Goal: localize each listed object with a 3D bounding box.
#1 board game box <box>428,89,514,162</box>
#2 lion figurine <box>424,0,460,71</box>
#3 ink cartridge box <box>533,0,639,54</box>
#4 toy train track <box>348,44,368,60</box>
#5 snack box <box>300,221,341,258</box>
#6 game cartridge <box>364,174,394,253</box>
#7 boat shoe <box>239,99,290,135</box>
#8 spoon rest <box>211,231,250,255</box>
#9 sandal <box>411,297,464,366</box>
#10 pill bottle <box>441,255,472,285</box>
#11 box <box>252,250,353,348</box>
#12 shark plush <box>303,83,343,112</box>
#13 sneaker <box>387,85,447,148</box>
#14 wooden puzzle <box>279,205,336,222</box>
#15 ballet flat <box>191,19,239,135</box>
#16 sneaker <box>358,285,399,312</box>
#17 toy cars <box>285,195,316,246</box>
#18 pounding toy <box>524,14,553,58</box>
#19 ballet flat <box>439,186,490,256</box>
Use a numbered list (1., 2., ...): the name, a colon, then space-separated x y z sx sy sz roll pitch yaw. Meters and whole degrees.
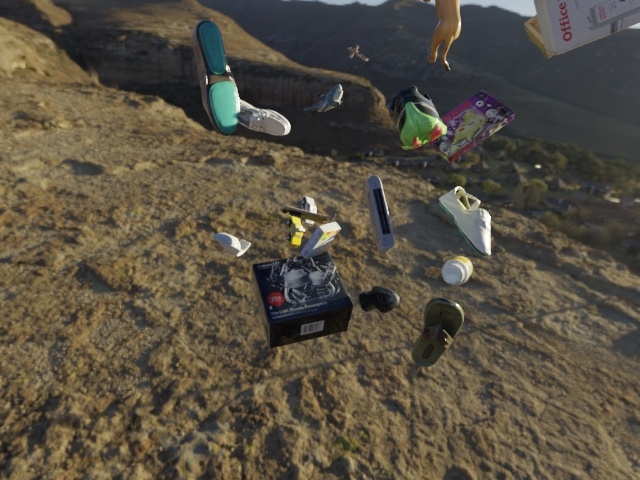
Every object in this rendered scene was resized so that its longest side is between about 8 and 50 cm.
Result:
1. board game box: 0.646 -0.509 1.861 0.347 0.056 0.208 -35 52 -1
2. lion figurine: 0.427 -0.802 1.436 0.142 0.392 0.240 -15 9 4
3. ink cartridge box: 0.604 -0.541 0.862 0.283 0.207 0.117 -16 21 26
4. toy train track: 0.131 -0.657 1.477 0.083 0.048 0.014 38 15 10
5. snack box: 0.000 0.000 1.497 0.100 0.141 0.037 -14 58 -49
6. game cartridge: 0.236 -0.098 1.699 0.060 0.294 0.196 -11 -8 -4
7. boat shoe: -0.262 -0.484 1.698 0.277 0.098 0.096 20 36 3
8. spoon rest: -0.406 0.023 1.936 0.137 0.084 0.276 23 -2 14
9. sandal: 0.365 0.305 1.315 0.120 0.303 0.086 15 33 10
10. pill bottle: 0.610 0.137 1.882 0.117 0.118 0.208 16 12 24
11. box: -0.085 0.235 1.732 0.343 0.179 0.312 -10 45 -17
12. shark plush: 0.014 -0.521 1.570 0.161 0.067 0.073 -14 21 33
13. sneaker: 0.348 -0.448 1.517 0.185 0.202 0.483 -21 4 12
14. wooden puzzle: -0.053 -0.109 1.846 0.238 0.044 0.221 9 0 1
15. ballet flat: -0.311 -0.470 1.236 0.107 0.316 0.106 -17 21 -34
16. sneaker: 0.237 0.213 1.583 0.106 0.101 0.267 -12 -3 -20
17. toy cars: -0.104 -0.126 2.604 0.087 0.176 0.394 -8 36 36
18. pounding toy: 0.711 -0.623 1.239 0.100 0.141 0.130 24 39 -50
19. ballet flat: 0.599 -0.101 1.688 0.139 0.139 0.400 0 35 -9
